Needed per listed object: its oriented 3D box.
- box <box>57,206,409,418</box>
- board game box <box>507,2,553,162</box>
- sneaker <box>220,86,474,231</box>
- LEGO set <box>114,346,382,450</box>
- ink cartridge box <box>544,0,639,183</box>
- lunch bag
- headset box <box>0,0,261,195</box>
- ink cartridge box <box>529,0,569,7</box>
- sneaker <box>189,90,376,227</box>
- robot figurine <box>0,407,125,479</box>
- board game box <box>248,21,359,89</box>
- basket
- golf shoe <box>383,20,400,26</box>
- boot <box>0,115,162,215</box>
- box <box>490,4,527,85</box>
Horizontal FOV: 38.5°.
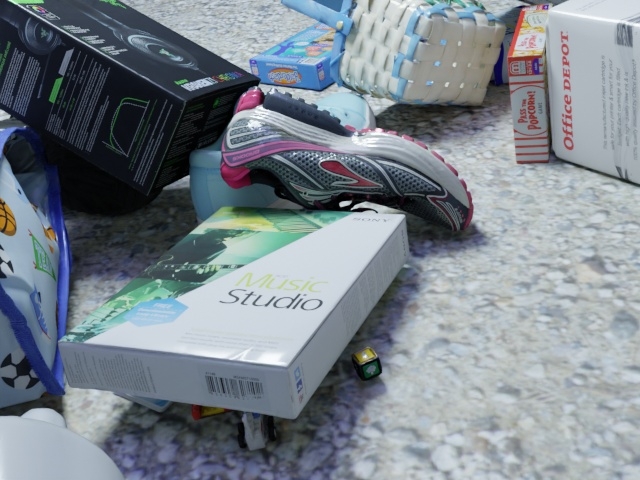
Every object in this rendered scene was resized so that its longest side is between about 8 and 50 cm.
[{"bbox_3d":[-0.068,0.052,0.912,0.232,0.059,0.322,3,24,23],"label":"box"},{"bbox_3d":[0.284,-0.211,1.212,0.045,0.147,0.193,-1,31,19],"label":"board game box"},{"bbox_3d":[0.031,-0.069,1.060,0.299,0.121,0.112,19,73,5],"label":"sneaker"},{"bbox_3d":[-0.067,0.108,0.884,0.244,0.060,0.182,14,42,37],"label":"LEGO set"},{"bbox_3d":[0.399,-0.166,1.038,0.114,0.198,0.273,-27,33,-26],"label":"ink cartridge box"},{"bbox_3d":[-0.449,0.030,0.983,0.327,0.239,0.385,-17,37,-5],"label":"lunch bag"},{"bbox_3d":[-0.258,-0.203,1.161,0.283,0.131,0.246,30,22,8],"label":"headset box"},{"bbox_3d":[0.310,-0.395,1.399,0.275,0.060,0.239,7,23,-39],"label":"ink cartridge box"},{"bbox_3d":[-0.039,-0.140,1.205,0.135,0.150,0.366,7,35,29],"label":"sneaker"},{"bbox_3d":[-0.198,0.246,0.545,0.299,0.200,0.353,-4,27,-15],"label":"robot figurine"},{"bbox_3d":[0.002,-0.333,1.628,0.160,0.047,0.210,15,40,40],"label":"board game box"},{"bbox_3d":[0.114,-0.313,1.369,0.254,0.201,0.289,-7,28,-42],"label":"basket"},{"bbox_3d":[0.120,-0.407,1.691,0.186,0.068,0.086,17,39,41],"label":"golf shoe"},{"bbox_3d":[-0.339,-0.156,1.367,0.347,0.131,0.260,10,27,19],"label":"boot"},{"bbox_3d":[0.301,-0.313,1.457,0.137,0.072,0.126,-20,30,-13],"label":"box"}]
